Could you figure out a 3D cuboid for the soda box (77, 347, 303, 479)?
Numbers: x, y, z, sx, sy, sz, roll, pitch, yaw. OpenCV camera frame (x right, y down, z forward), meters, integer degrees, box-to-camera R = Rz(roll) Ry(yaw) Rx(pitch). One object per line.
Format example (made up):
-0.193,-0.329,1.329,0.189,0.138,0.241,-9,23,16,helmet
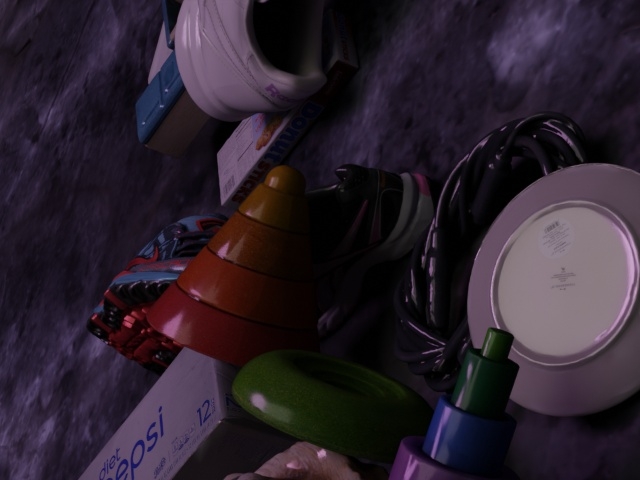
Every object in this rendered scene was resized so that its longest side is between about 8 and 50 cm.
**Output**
-0.109,0.187,1.206,0.286,0.091,0.098,-51,33,33,soda box

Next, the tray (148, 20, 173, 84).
-0.090,-0.200,1.512,0.270,0.030,0.145,-13,60,59,tray

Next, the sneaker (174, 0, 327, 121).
-0.048,-0.246,1.270,0.152,0.114,0.305,3,105,55,sneaker

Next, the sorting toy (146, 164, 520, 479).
0.015,0.044,0.981,0.365,0.127,0.126,32,106,59,sorting toy

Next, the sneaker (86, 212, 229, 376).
-0.108,0.025,1.289,0.125,0.104,0.262,-62,16,-17,sneaker

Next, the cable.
0.105,0.005,0.998,0.184,0.047,0.150,-64,22,16,cable

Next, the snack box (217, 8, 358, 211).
-0.030,-0.103,1.338,0.178,0.022,0.064,-49,32,35,snack box

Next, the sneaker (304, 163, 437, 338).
0.000,0.000,1.150,0.178,0.077,0.072,-48,32,37,sneaker

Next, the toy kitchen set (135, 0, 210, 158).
-0.170,-0.203,1.444,0.122,0.166,0.207,-51,31,31,toy kitchen set

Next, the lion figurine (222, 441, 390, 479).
-0.051,0.294,1.010,0.240,0.142,0.392,25,109,54,lion figurine

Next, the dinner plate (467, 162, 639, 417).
0.135,0.024,0.896,0.141,0.017,0.141,-15,64,35,dinner plate
